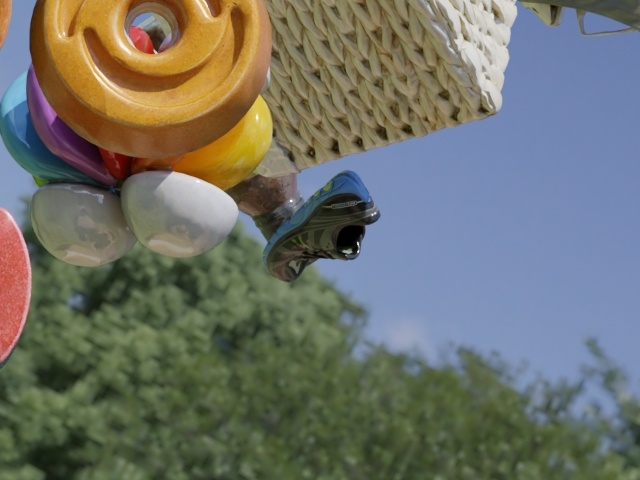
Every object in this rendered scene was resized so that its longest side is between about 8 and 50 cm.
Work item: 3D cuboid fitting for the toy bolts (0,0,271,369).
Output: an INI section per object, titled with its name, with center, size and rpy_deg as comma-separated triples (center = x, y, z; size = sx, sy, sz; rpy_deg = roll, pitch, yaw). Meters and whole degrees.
[toy bolts]
center = -0.140, -0.038, 0.760
size = 0.218, 0.229, 0.158
rpy_deg = 8, -10, -5

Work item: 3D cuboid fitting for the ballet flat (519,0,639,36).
[ballet flat]
center = 0.294, -0.276, 2.010
size = 0.213, 0.068, 0.072
rpy_deg = 14, 17, 24

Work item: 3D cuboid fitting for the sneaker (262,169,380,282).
[sneaker]
center = 0.000, 0.000, 1.805
size = 0.078, 0.067, 0.188
rpy_deg = 50, -41, 4

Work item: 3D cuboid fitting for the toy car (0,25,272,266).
[toy car]
center = -0.127, -0.077, 1.096
size = 0.182, 0.159, 0.136
rpy_deg = -5, -29, 32

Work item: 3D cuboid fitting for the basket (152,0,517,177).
[basket]
center = 0.019, -0.291, 1.639
size = 0.266, 0.328, 0.331
rpy_deg = -8, -43, 26

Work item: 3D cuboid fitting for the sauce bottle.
[sauce bottle]
center = -0.099, -0.121, 2.036
size = 0.344, 0.111, 0.111
rpy_deg = 57, -24, -13
